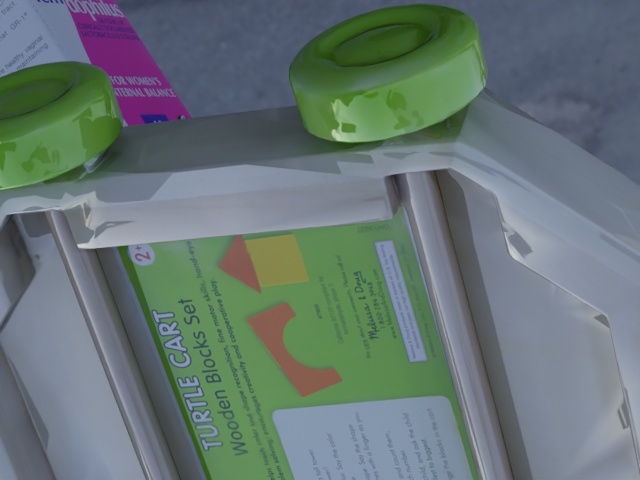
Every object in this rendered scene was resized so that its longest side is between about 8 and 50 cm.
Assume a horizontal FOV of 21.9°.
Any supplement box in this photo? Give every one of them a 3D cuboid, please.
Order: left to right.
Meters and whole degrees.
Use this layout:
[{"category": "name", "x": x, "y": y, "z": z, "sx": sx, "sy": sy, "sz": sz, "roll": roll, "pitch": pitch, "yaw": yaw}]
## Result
[{"category": "supplement box", "x": -0.182, "y": -0.105, "z": 1.026, "sx": 0.114, "sy": 0.220, "sz": 0.111, "roll": -38, "pitch": 171, "yaw": 21}]

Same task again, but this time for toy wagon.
[{"category": "toy wagon", "x": -0.040, "y": 0.062, "z": 0.567, "sx": 0.344, "sy": 0.267, "sz": 0.068, "roll": -6, "pitch": -151, "yaw": 20}]
